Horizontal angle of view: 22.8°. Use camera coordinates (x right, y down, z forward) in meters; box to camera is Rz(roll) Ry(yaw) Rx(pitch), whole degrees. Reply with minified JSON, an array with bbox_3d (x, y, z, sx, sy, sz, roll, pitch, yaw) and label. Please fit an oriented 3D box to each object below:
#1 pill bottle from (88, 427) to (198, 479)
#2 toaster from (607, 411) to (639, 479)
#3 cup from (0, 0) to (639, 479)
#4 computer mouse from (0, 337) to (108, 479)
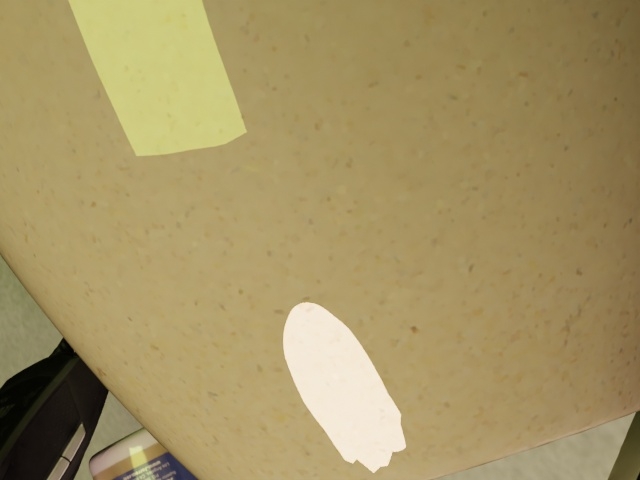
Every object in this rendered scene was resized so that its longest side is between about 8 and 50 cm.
[{"bbox_3d":[-0.063,0.187,0.944,0.094,0.094,0.169,-33,80,45],"label":"pill bottle"},{"bbox_3d":[0.219,0.122,0.609,0.168,0.110,0.186,-33,97,42],"label":"toaster"},{"bbox_3d":[0.017,-0.030,0.608,0.331,0.331,0.237,-23,81,46],"label":"cup"},{"bbox_3d":[-0.135,0.101,0.904,0.184,0.262,0.060,-23,116,43],"label":"computer mouse"}]
